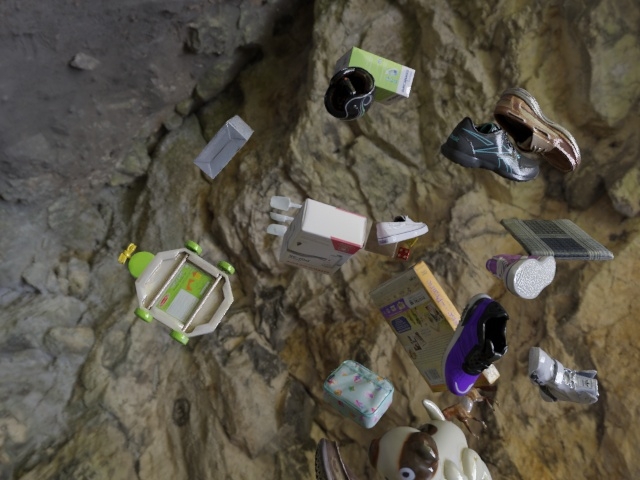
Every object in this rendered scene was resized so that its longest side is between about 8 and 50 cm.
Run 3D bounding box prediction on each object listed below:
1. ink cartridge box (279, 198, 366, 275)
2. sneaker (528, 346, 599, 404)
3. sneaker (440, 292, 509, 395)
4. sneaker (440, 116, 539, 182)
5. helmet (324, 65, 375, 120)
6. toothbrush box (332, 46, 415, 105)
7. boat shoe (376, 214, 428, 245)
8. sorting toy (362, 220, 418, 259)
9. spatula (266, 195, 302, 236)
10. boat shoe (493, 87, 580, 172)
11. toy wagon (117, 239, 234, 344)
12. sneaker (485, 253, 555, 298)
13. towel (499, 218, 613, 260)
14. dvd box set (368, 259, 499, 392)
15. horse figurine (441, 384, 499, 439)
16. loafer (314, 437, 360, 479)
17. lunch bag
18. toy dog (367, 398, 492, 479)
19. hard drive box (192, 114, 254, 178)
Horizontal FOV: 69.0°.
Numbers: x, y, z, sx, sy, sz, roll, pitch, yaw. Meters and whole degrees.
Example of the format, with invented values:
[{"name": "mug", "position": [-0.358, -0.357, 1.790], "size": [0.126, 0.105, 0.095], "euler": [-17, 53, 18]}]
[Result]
[{"name": "ink cartridge box", "position": [0.000, 0.000, 1.541], "size": [0.283, 0.207, 0.117], "euler": [129, -26, -60]}, {"name": "sneaker", "position": [0.938, 0.521, 1.795], "size": [0.210, 0.366, 0.138], "euler": [-7, -132, 36]}, {"name": "sneaker", "position": [0.424, 0.299, 1.253], "size": [0.146, 0.102, 0.294], "euler": [-145, -111, -69]}, {"name": "sneaker", "position": [0.417, -0.211, 1.094], "size": [0.101, 0.267, 0.106], "euler": [-114, -141, -56]}, {"name": "helmet", "position": [0.100, -0.488, 1.575], "size": [0.169, 0.169, 0.161], "euler": [-39, 172, -20]}, {"name": "toothbrush box", "position": [0.212, -0.673, 1.937], "size": [0.206, 0.282, 0.122], "euler": [-163, -93, -73]}, {"name": "boat shoe", "position": [0.287, -0.047, 1.649], "size": [0.267, 0.088, 0.096], "euler": [-14, 180, -41]}, {"name": "sorting toy", "position": [0.275, -0.001, 1.947], "size": [0.274, 0.046, 0.133], "euler": [14, -96, 32]}, {"name": "spatula", "position": [-0.103, -0.090, 1.977], "size": [0.241, 0.169, 0.019], "euler": [11, -172, 3]}, {"name": "boat shoe", "position": [0.648, -0.314, 1.418], "size": [0.116, 0.324, 0.123], "euler": [-50, -176, -14]}, {"name": "toy wagon", "position": [-0.432, 0.129, 1.381], "size": [0.267, 0.344, 0.068], "euler": [-59, -176, -25]}, {"name": "sneaker", "position": [0.503, 0.089, 1.240], "size": [0.160, 0.102, 0.282], "euler": [6, -175, 40]}, {"name": "towel", "position": [0.904, -0.002, 1.821], "size": [0.311, 0.056, 0.324], "euler": [0, -154, -1]}, {"name": "dvd box set", "position": [0.359, 0.298, 1.546], "size": [0.062, 0.421, 0.307], "euler": [-29, 171, -30]}, {"name": "horse figurine", "position": [0.644, 0.703, 1.974], "size": [0.174, 0.066, 0.263], "euler": [31, -111, 30]}, {"name": "loafer", "position": [0.087, 0.725, 1.286], "size": [0.130, 0.366, 0.134], "euler": [-12, 149, -20]}, {"name": "lunch bag", "position": [0.159, 0.641, 1.992], "size": [0.279, 0.108, 0.224], "euler": [25, -136, 31]}, {"name": "toy dog", "position": [0.341, 0.703, 1.473], "size": [0.284, 0.407, 0.396], "euler": [-14, -118, 37]}, {"name": "hard drive box", "position": [-0.330, -0.329, 1.608], "size": [0.181, 0.089, 0.232], "euler": [-44, -163, 14]}]
